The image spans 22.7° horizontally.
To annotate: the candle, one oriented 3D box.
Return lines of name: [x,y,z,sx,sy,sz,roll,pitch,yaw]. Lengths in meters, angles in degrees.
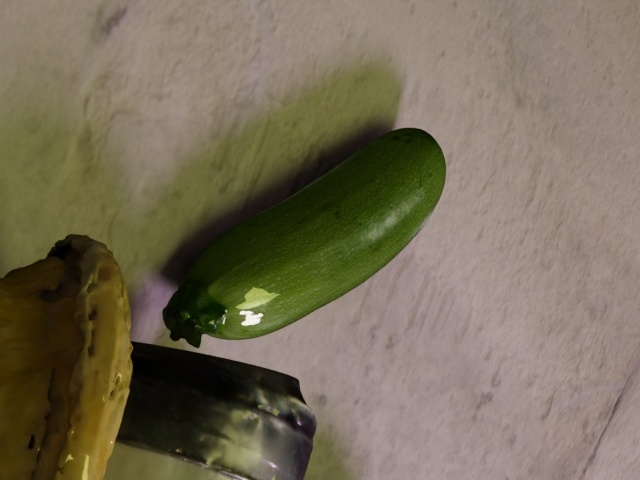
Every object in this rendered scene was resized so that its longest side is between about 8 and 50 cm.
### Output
candle: [-0.140,0.249,1.215,0.221,0.221,0.343,35,66,-56]

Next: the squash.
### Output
squash: [0.000,0.000,1.445,0.395,0.107,0.107,-34,131,-45]

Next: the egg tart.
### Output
egg tart: [-0.236,0.147,1.049,0.132,0.345,0.345,15,93,-20]
